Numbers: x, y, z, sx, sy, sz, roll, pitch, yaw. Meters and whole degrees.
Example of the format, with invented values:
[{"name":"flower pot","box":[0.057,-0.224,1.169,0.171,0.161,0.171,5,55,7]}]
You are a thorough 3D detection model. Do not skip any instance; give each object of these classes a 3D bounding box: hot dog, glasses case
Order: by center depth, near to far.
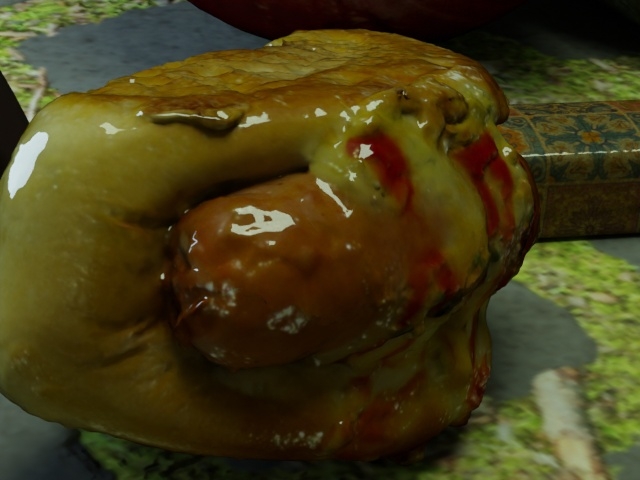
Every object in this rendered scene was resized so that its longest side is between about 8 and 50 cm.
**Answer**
[{"name":"hot dog","box":[0.000,0.000,0.749,0.153,0.150,0.256,18,21,25]},{"name":"glasses case","box":[0.151,-0.040,0.953,0.218,0.049,0.075,-3,28,-13]}]

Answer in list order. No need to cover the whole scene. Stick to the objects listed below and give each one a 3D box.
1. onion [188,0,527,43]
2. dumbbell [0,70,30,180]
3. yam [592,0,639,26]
[{"name":"onion","box":[0.012,-0.258,1.086,0.341,0.341,0.341,3,27,-1]},{"name":"dumbbell","box":[-0.188,0.015,0.710,0.124,0.140,0.225,-19,20,19]},{"name":"yam","box":[0.188,-0.210,1.198,0.133,0.133,0.330,-11,34,-25]}]
